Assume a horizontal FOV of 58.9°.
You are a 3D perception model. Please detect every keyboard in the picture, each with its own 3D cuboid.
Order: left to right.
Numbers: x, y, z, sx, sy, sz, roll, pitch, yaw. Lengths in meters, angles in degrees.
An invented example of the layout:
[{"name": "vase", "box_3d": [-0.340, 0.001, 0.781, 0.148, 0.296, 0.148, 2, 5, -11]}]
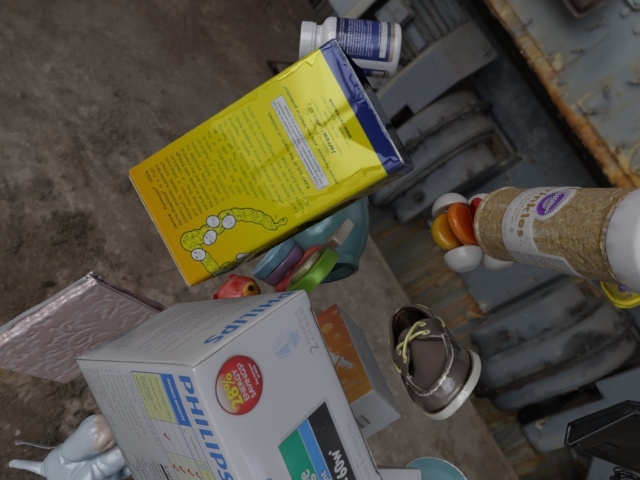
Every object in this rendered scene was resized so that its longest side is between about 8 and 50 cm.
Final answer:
[{"name": "keyboard", "box_3d": [0.401, 0.239, 0.562, 0.317, 0.201, 0.033, 21, 54, 1]}]

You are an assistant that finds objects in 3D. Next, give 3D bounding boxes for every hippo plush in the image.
[{"name": "hippo plush", "box_3d": [-0.437, 0.490, 1.101, 0.294, 0.234, 0.236, 7, 47, -29]}]

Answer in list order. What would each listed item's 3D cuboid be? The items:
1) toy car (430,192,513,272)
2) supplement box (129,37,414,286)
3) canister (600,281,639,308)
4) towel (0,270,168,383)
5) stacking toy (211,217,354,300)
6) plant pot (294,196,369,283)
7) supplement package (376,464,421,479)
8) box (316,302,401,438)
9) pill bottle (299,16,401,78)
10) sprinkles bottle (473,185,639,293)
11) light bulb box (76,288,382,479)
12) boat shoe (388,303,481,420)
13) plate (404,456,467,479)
[{"name": "toy car", "box_3d": [0.311, -0.030, 1.092, 0.182, 0.136, 0.159, -1, 63, -21]}, {"name": "supplement box", "box_3d": [-0.064, -0.106, 0.860, 0.195, 0.357, 0.194, 62, 15, 1]}, {"name": "canister", "box_3d": [0.514, 0.031, 0.908, 0.170, 0.126, 0.073, 46, 16, -52]}, {"name": "towel", "box_3d": [-0.569, 0.214, 1.340, 0.053, 0.332, 0.317, 60, 3, 29]}, {"name": "stacking toy", "box_3d": [-0.083, 0.047, 1.225, 0.130, 0.279, 0.309, 43, 32, -8]}, {"name": "plant pot", "box_3d": [0.000, 0.000, 1.496, 0.293, 0.293, 0.196, 11, 60, -44]}, {"name": "supplement package", "box_3d": [0.068, 0.527, 1.067, 0.203, 0.149, 0.194, 13, 67, -30]}, {"name": "box", "box_3d": [0.047, 0.387, 1.618, 0.168, 0.215, 0.345, 49, 9, -36]}, {"name": "pill bottle", "box_3d": [0.049, -0.336, 0.985, 0.169, 0.094, 0.094, 5, 48, -3]}, {"name": "sprinkles bottle", "box_3d": [0.331, -0.011, 0.732, 0.121, 0.121, 0.355, 45, -5, -12]}, {"name": "light bulb box", "box_3d": [-0.147, 0.288, 0.894, 0.225, 0.361, 0.357, -31, 105, -43]}, {"name": "boat shoe", "box_3d": [0.160, 0.171, 0.869, 0.097, 0.116, 0.324, 43, 7, -1]}, {"name": "plate", "box_3d": [0.286, 0.626, 1.405, 0.188, 0.188, 0.024, 61, 23, 12]}]
